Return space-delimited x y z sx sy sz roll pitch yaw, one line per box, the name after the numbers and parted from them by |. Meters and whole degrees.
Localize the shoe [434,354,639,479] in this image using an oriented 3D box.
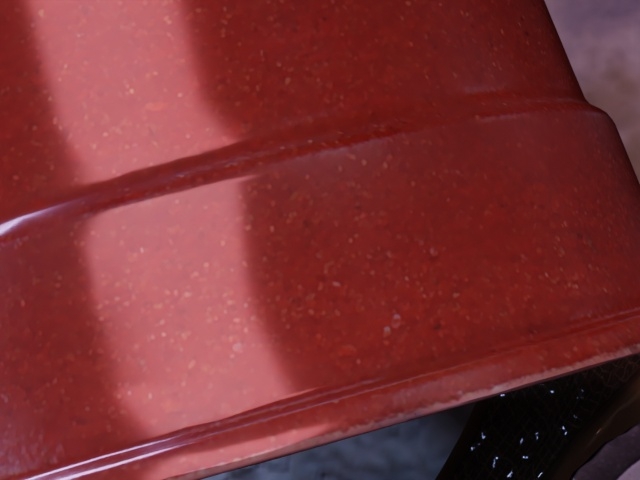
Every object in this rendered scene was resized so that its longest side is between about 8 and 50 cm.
0.090 0.076 0.635 0.219 0.058 0.076 -49 33 -21 | shoe

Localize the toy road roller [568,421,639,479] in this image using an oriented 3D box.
0.209 0.164 0.462 0.240 0.202 0.329 -25 54 -15 | toy road roller

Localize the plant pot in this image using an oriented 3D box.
-0.052 -0.064 0.538 0.272 0.272 0.265 -16 85 5 | plant pot
